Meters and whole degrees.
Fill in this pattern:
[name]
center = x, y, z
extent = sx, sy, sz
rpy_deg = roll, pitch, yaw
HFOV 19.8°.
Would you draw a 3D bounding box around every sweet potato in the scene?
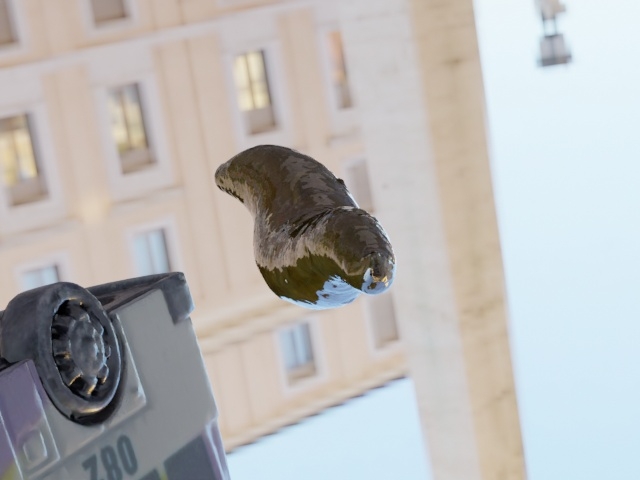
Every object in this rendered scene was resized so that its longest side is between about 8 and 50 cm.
[sweet potato]
center = 0.001, 0.002, 0.864
extent = 0.059, 0.069, 0.249
rpy_deg = -19, -163, -8

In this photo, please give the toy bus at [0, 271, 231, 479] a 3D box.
[toy bus]
center = -0.227, 0.182, 1.059
extent = 0.209, 0.249, 0.440
rpy_deg = -14, -172, 28
